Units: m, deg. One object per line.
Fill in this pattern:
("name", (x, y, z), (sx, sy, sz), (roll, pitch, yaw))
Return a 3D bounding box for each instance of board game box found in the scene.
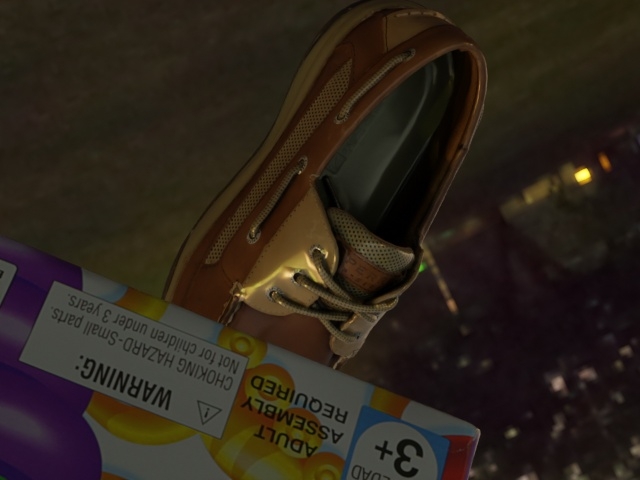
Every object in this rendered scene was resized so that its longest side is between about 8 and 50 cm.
("board game box", (-0.080, 0.159, 0.319), (0.144, 0.142, 0.275), (120, -10, -55))

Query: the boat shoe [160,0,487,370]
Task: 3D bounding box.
("boat shoe", (0.000, 0.000, 0.911), (0.123, 0.324, 0.120), (24, -178, -29))
